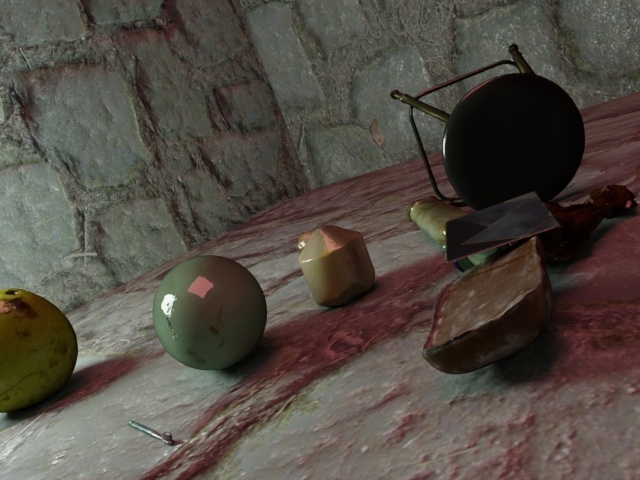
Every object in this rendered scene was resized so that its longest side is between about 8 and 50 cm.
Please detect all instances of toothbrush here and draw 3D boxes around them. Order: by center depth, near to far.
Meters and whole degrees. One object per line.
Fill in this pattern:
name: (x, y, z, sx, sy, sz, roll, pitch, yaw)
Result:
toothbrush: (-0.259, 0.286, 0.862, 0.011, 0.014, 0.167, -7, -1, -38)

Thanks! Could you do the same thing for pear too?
pear: (-0.689, 0.243, 1.280, 0.283, 0.284, 0.283, -21, 10, 4)

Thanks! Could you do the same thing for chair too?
chair: (0.419, -0.251, 1.402, 0.364, 0.362, 0.410, -20, 15, 6)

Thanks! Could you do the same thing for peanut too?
peanut: (0.000, 0.000, 1.667, 0.152, 0.076, 0.076, -18, 10, -5)

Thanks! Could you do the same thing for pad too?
pad: (0.275, -0.027, 0.899, 0.163, 0.004, 0.243, -20, 10, 17)

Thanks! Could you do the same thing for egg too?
egg: (-0.200, 0.128, 1.033, 0.202, 0.203, 0.282, -23, 11, -11)

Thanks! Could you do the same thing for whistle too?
whistle: (0.269, 0.016, 0.976, 0.110, 0.092, 0.244, -19, 9, 4)

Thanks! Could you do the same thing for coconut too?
coconut: (0.028, 0.044, 1.150, 0.147, 0.153, 0.147, -19, 8, 3)

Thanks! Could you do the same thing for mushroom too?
mushroom: (0.279, -0.043, 1.316, 0.099, 0.081, 0.312, -27, 14, 0)

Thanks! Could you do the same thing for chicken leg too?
chicken leg: (0.433, -0.033, 0.950, 0.304, 0.093, 0.113, -18, 25, -30)

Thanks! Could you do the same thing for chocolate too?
chocolate: (0.224, 0.090, 0.715, 0.156, 0.080, 0.254, -32, 4, 25)
